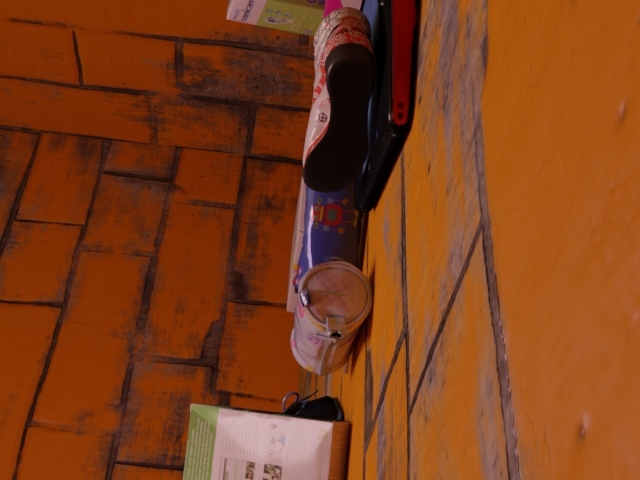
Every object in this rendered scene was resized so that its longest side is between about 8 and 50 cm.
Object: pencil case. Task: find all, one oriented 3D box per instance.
[{"bbox_3d":[0.023,-0.049,1.602,0.133,0.119,0.306,-19,-65,-81],"label":"pencil case"},{"bbox_3d":[0.014,0.133,1.468,0.273,0.114,0.124,104,152,-67],"label":"pencil case"}]

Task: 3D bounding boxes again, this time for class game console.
[{"bbox_3d":[0.088,-0.256,1.359,0.386,0.060,0.341,104,171,-73],"label":"game console"}]

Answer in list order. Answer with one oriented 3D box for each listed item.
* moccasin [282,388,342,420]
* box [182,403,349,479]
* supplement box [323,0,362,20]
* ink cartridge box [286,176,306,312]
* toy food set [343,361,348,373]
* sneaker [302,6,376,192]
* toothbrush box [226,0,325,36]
[{"bbox_3d":[-0.027,0.350,1.746,0.342,0.117,0.137,107,169,-75],"label":"moccasin"},{"bbox_3d":[-0.104,0.410,1.548,0.058,0.322,0.232,19,-105,-55],"label":"box"},{"bbox_3d":[0.072,-0.476,1.577,0.220,0.111,0.113,113,163,-77],"label":"supplement box"},{"bbox_3d":[0.000,0.000,1.929,0.278,0.117,0.201,100,175,-49],"label":"ink cartridge box"},{"bbox_3d":[0.032,0.173,1.715,0.192,0.039,0.132,-106,22,-82],"label":"toy food set"},{"bbox_3d":[0.027,-0.205,1.311,0.270,0.090,0.145,101,170,-48],"label":"sneaker"},{"bbox_3d":[-0.026,-0.520,1.750,0.122,0.283,0.206,144,131,-70],"label":"toothbrush box"}]
